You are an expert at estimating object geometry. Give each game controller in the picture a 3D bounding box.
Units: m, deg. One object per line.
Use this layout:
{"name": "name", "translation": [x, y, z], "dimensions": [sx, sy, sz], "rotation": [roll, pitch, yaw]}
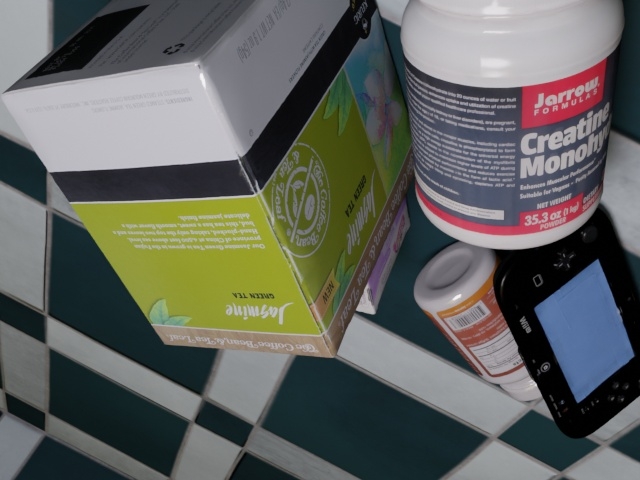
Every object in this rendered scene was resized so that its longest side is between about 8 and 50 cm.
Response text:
{"name": "game controller", "translation": [0.320, 0.109, 0.897], "dimensions": [0.067, 0.166, 0.319], "rotation": [26, 153, 57]}

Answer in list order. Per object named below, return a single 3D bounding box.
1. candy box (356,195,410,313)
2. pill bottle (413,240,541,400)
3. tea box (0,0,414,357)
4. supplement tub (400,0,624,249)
{"name": "candy box", "translation": [0.000, 0.000, 0.945], "dimensions": [0.196, 0.165, 0.070], "rotation": [7, 136, 22]}
{"name": "pill bottle", "translation": [0.230, 0.111, 0.966], "dimensions": [0.121, 0.121, 0.216], "rotation": [-21, 120, 41]}
{"name": "tea box", "translation": [-0.072, -0.110, 0.750], "dimensions": [0.219, 0.329, 0.324], "rotation": [0, 133, 28]}
{"name": "supplement tub", "translation": [0.176, -0.144, 0.685], "dimensions": [0.191, 0.191, 0.272], "rotation": [8, 135, 22]}
